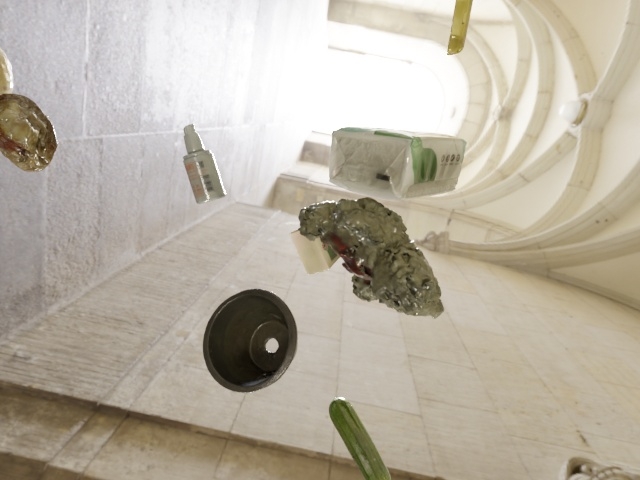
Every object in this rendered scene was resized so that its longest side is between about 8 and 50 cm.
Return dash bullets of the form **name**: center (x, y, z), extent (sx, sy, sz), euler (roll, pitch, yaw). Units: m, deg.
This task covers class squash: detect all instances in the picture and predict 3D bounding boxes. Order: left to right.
- **squash**: center (0.088, 0.470, 1.001), extent (0.228, 0.066, 0.066), euler (55, -29, 34)

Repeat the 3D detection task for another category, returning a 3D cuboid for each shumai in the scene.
- **shumai**: center (-0.580, -0.206, 0.808), extent (0.105, 0.123, 0.138), euler (17, 56, -79)

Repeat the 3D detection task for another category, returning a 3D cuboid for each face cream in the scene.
- **face cream**: center (-0.391, -0.249, 1.393), extent (0.101, 0.101, 0.251), euler (-70, 145, -79)

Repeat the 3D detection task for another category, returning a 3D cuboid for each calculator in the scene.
- **calculator**: center (0.274, -0.449, 0.823), extent (0.236, 0.033, 0.157), euler (-66, 160, -47)

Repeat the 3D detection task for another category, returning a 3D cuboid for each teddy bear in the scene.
- **teddy bear**: center (0.140, 0.057, 1.016), extent (0.225, 0.357, 0.367), euler (-37, -152, 5)

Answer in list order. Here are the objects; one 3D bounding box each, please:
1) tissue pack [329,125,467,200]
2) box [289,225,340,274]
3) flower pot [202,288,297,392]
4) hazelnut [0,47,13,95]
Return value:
- **tissue pack**: center (0.230, -0.236, 1.270), extent (0.357, 0.266, 0.193), euler (-14, 117, -48)
- **box**: center (0.000, 0.000, 1.527), extent (0.167, 0.095, 0.212), euler (65, 29, -10)
- **flower pot**: center (-0.161, 0.276, 1.167), extent (0.166, 0.269, 0.268), euler (42, 57, -62)
- **hazelnut**: center (-0.992, -0.456, 1.209), extent (0.241, 0.262, 0.260), euler (6, 95, -77)
